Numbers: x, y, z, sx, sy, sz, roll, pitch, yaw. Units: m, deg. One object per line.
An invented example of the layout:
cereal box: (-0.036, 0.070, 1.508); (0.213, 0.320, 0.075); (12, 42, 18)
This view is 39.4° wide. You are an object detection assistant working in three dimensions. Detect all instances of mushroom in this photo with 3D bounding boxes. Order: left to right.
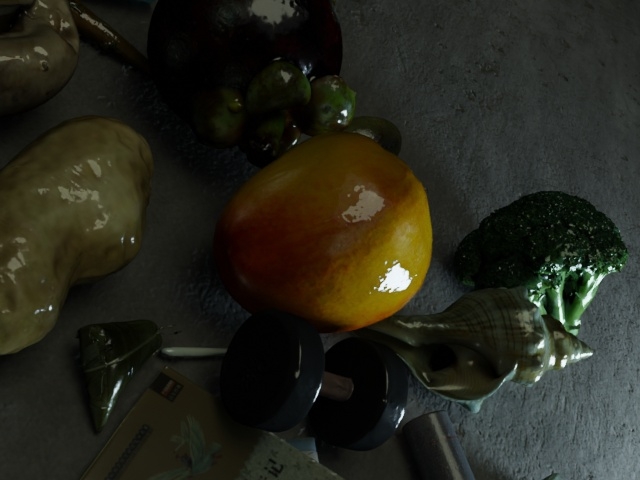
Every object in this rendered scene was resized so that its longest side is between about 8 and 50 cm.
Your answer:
mushroom: (-0.436, -0.318, 1.158); (0.292, 0.290, 0.292); (21, 43, -21)

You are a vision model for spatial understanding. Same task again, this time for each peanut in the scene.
peanut: (-0.328, -0.011, 1.093); (0.192, 0.169, 0.387); (42, 44, -11)

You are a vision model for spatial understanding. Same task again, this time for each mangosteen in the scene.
mangosteen: (-0.104, -0.287, 1.388); (0.330, 0.330, 0.330); (22, 46, -24)

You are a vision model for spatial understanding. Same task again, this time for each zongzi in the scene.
zongzi: (-0.234, 0.166, 1.126); (0.154, 0.062, 0.130); (1, 77, -57)

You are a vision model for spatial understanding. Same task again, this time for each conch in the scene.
conch: (0.241, 0.171, 1.427); (0.386, 0.169, 0.203); (0, 77, 8)

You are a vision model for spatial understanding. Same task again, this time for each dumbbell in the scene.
dumbbell: (-0.006, 0.186, 1.172); (0.218, 0.152, 0.152); (23, 44, -40)

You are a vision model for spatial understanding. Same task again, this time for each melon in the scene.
melon: (0.077, -0.173, 1.605); (0.162, 0.099, 0.099); (-11, 65, -40)

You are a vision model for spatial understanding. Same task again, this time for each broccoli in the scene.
broccoli: (0.394, 0.042, 1.591); (0.308, 0.307, 0.275); (-45, 125, -49)

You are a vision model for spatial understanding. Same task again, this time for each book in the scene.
book: (-0.111, 0.306, 1.079); (0.310, 0.021, 0.217); (33, 42, 0)

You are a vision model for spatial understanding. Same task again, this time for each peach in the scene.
peach: (0.001, 0.005, 1.269); (0.289, 0.289, 0.308); (44, 56, -1)

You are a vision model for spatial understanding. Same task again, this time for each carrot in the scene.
carrot: (-0.337, -0.320, 1.433); (0.254, 0.049, 0.049); (35, 42, -18)

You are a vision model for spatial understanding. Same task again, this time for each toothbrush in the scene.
toothbrush: (-0.103, 0.163, 1.241); (0.263, 0.022, 0.026); (6, 68, -36)

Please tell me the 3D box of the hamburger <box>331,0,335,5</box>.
hamburger: (-0.047, -0.434, 1.685); (0.185, 0.159, 0.131); (35, 29, -54)

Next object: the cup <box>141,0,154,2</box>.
cup: (-0.372, -0.474, 1.469); (0.235, 0.148, 0.134); (-6, 88, -38)

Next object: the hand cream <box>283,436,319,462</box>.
hand cream: (-0.014, 0.336, 1.158); (0.065, 0.043, 0.171); (4, 51, -32)

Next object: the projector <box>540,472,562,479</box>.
projector: (0.357, 0.446, 1.353); (0.115, 0.061, 0.147); (-20, 71, -45)

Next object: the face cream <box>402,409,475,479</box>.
face cream: (0.199, 0.382, 1.267); (0.073, 0.073, 0.283); (1, 57, -39)
